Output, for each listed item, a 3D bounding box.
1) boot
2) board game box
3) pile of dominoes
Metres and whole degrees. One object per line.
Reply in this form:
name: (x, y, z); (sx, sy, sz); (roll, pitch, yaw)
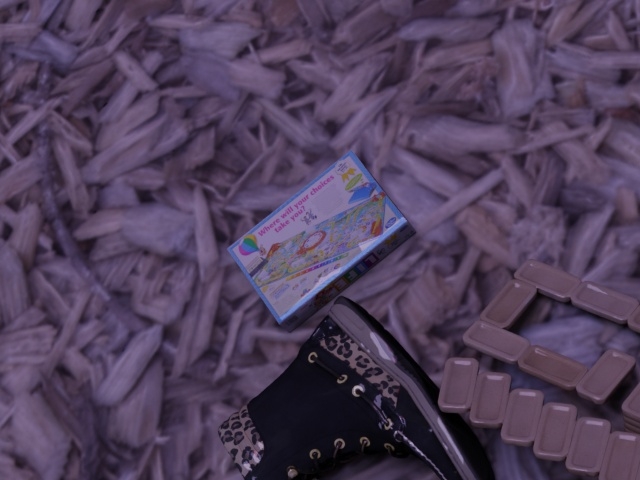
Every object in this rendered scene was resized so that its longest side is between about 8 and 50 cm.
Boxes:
boot: (0.030, 0.184, 1.719); (0.178, 0.085, 0.236); (-43, 58, 6)
board game box: (0.000, 0.000, 1.844); (0.154, 0.026, 0.103); (-38, 58, 4)
pile of dominoes: (0.232, 0.128, 1.660); (0.251, 0.040, 0.196); (23, 52, 31)
